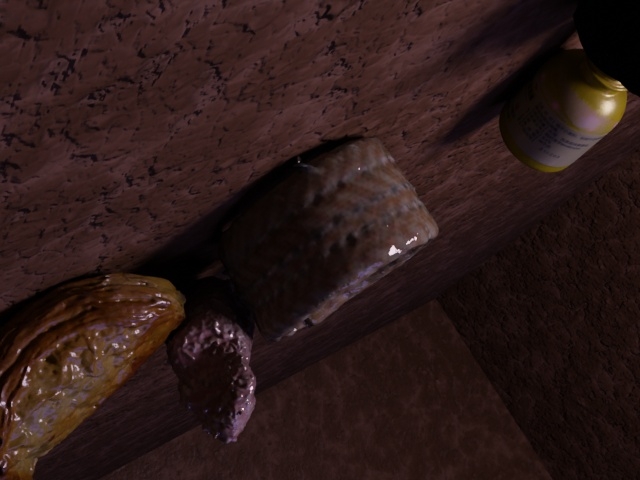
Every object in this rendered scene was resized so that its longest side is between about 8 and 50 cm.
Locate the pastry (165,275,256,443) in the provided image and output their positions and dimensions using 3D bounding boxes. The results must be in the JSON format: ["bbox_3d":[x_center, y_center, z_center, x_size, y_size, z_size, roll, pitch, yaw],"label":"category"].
[{"bbox_3d":[-0.127,0.110,1.025,0.103,0.112,0.265,-37,-155,6],"label":"pastry"}]

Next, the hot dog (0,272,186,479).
[{"bbox_3d":[-0.257,0.120,0.898,0.259,0.114,0.175,-48,169,-18],"label":"hot dog"}]

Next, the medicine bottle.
[{"bbox_3d":[0.327,-0.185,1.110,0.122,0.121,0.212,-25,166,-32],"label":"medicine bottle"}]

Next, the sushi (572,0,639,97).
[{"bbox_3d":[0.381,-0.223,0.887,0.213,0.204,0.200,-28,165,-45],"label":"sushi"}]

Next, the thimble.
[{"bbox_3d":[0.006,-0.003,0.989,0.229,0.148,0.196,-38,170,38],"label":"thimble"}]
